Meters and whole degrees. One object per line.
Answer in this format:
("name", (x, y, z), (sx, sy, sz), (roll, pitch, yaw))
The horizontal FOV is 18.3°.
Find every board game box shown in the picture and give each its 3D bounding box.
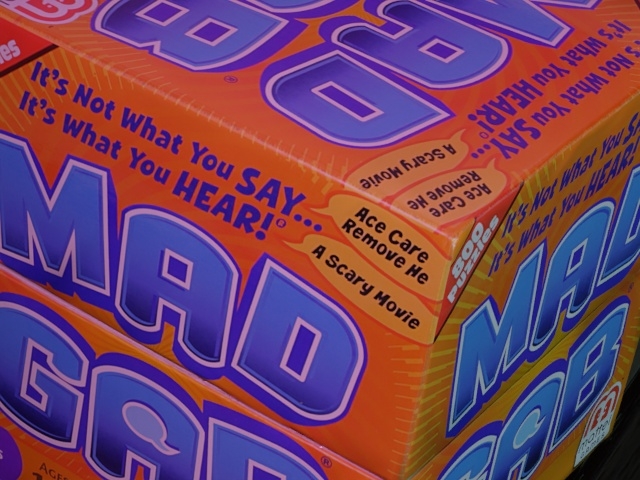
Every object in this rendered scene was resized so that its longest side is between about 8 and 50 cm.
("board game box", (0.000, 0.000, 1.331), (0.356, 0.356, 0.356), (-35, 144, -47))
